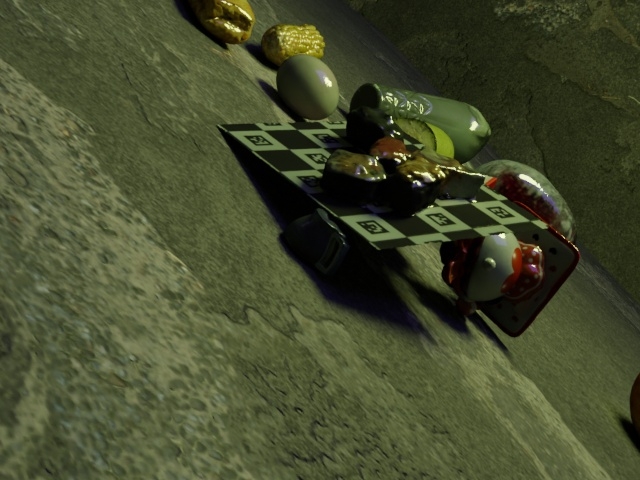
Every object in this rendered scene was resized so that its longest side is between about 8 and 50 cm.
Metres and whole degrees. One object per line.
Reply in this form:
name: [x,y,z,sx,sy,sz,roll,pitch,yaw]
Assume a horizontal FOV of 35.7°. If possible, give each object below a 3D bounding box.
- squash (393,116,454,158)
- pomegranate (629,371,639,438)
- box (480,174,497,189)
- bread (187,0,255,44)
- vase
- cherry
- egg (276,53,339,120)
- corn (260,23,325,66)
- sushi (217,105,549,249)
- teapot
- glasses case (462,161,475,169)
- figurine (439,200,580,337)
squash: [0.210,-0.181,2.084,0.132,0.132,0.247,48,15,16]
pomegranate: [0.677,0.309,1.777,0.248,0.248,0.248,39,16,-14]
box: [0.151,-0.081,1.553,0.229,0.050,0.123,6,14,19]
bread: [-0.195,-0.444,1.852,0.114,0.083,0.211,26,23,-34]
vase: [0.199,-0.268,2.241,0.300,0.156,0.251,12,-5,-40]
cherry: [0.371,-0.033,1.937,0.255,0.218,0.296,41,2,3]
egg: [-0.023,-0.277,1.801,0.135,0.103,0.103,51,17,22]
corn: [-0.057,-0.407,2.070,0.101,0.101,0.291,44,14,3]
sushi: [0.095,-0.117,1.374,0.343,0.064,0.359,-7,34,-41]
teapot: [0.000,0.000,1.213,0.066,0.057,0.088,20,27,-53]
glasses case: [0.322,-0.161,2.389,0.128,0.083,0.308,38,16,-21]
figurine: [0.255,0.037,1.535,0.160,0.183,0.226,44,20,30]
